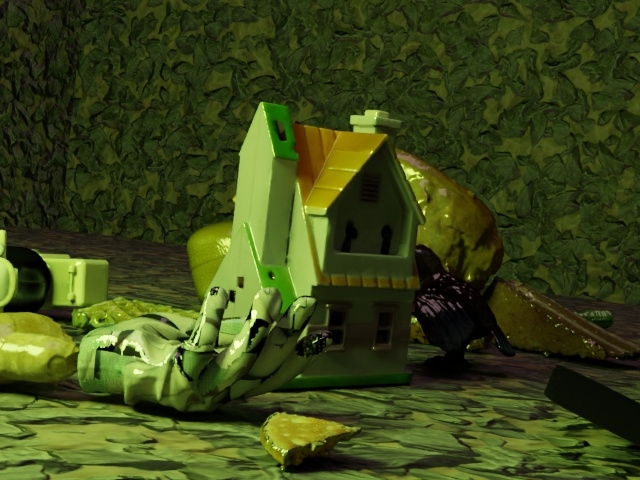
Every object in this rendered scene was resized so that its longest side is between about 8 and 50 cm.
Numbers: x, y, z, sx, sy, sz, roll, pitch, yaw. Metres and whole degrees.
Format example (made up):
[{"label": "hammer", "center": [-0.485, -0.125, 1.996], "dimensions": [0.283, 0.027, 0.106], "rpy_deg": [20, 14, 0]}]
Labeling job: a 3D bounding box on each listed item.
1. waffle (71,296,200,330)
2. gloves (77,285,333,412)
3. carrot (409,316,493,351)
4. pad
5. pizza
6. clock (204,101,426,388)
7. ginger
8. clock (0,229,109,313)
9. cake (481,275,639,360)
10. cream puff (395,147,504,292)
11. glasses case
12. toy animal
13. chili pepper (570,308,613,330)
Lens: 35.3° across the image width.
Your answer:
[{"label": "waffle", "center": [-0.227, 0.107, 1.316], "dimensions": [0.169, 0.036, 0.183], "rpy_deg": [9, 4, 14]}, {"label": "gloves", "center": [-0.096, 0.103, 0.893], "dimensions": [0.212, 0.111, 0.127], "rpy_deg": [4, -23, 8]}, {"label": "carrot", "center": [0.156, 0.130, 1.559], "dimensions": [0.228, 0.069, 0.069], "rpy_deg": [7, 2, 34]}, {"label": "pad", "center": [0.211, 0.156, 0.957], "dimensions": [0.323, 0.055, 0.250], "rpy_deg": [7, 2, 17]}, {"label": "pizza", "center": [-0.007, 0.154, 0.762], "dimensions": [0.078, 0.025, 0.083], "rpy_deg": [1, 9, -6]}, {"label": "clock", "center": [0.000, 0.000, 1.138], "dimensions": [0.235, 0.309, 0.166], "rpy_deg": [5, 3, -41]}, {"label": "ginger", "center": [-0.359, 0.095, 0.866], "dimensions": [0.299, 0.065, 0.118], "rpy_deg": [2, -1, -23]}, {"label": "clock", "center": [-0.450, 0.047, 1.248], "dimensions": [0.276, 0.120, 0.379], "rpy_deg": [1, 0, 15]}, {"label": "cake", "center": [0.371, 0.133, 1.598], "dimensions": [0.116, 0.113, 0.295], "rpy_deg": [2, 10, -42]}, {"label": "cream puff", "center": [0.131, -0.011, 1.681], "dimensions": [0.343, 0.231, 0.327], "rpy_deg": [32, 1, -8]}, {"label": "glasses case", "center": [-0.104, 0.034, 1.789], "dimensions": [0.173, 0.141, 0.371], "rpy_deg": [-19, -11, 27]}, {"label": "toy animal", "center": [0.176, 0.081, 1.329], "dimensions": [0.116, 0.179, 0.218], "rpy_deg": [-20, -8, 21]}, {"label": "chili pepper", "center": [0.376, 0.134, 1.905], "dimensions": [0.359, 0.076, 0.085], "rpy_deg": [10, -18, -9]}]
